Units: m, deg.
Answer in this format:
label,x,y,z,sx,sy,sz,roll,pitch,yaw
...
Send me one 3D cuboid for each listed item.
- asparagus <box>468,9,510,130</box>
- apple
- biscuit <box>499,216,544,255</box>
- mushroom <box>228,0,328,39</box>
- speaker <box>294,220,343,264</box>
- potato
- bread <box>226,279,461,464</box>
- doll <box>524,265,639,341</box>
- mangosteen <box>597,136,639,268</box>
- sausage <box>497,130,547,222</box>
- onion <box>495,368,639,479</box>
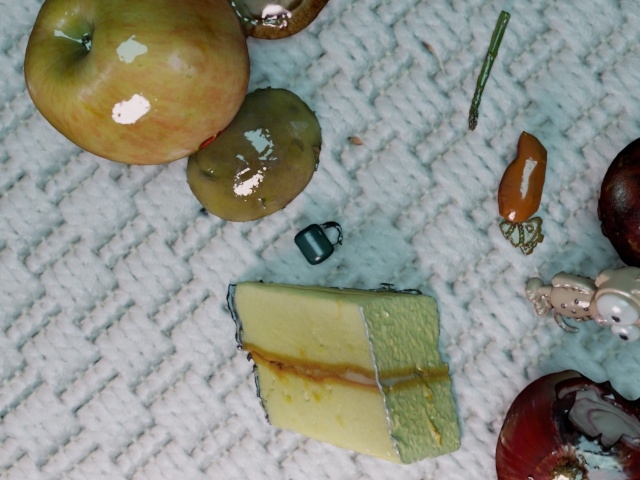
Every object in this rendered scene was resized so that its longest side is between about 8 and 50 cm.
label,x,y,z,sx,sy,sz,roll,pitch,yaw
asparagus,0.334,-0.340,1.888,0.024,0.025,0.248,17,90,-40
apple,-0.339,-0.327,1.729,0.392,0.346,0.391,-2,86,24
biscuit,0.402,-0.018,1.888,0.092,0.016,0.082,21,91,1
mushroom,-0.090,-0.526,1.827,0.267,0.254,0.267,-5,113,-12
speaker,0.002,-0.001,1.880,0.094,0.060,0.075,-34,90,2
potato,-0.130,-0.167,1.865,0.299,0.116,0.239,-40,93,3
bread,0.046,0.249,1.898,0.405,0.242,0.345,1,94,35
doll,0.519,0.117,1.770,0.154,0.278,0.119,47,61,-23
mangosteen,0.666,-0.063,1.733,0.311,0.311,0.311,0,90,2
sausage,0.400,-0.123,1.854,0.089,0.089,0.179,13,96,2
onion,0.483,0.425,1.738,0.342,0.341,0.341,0,90,2
